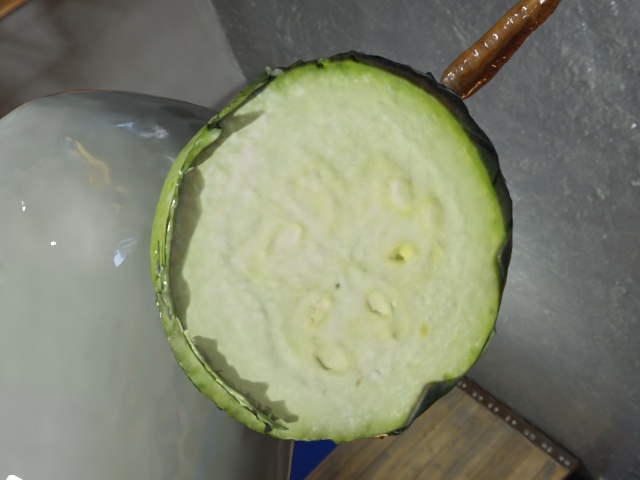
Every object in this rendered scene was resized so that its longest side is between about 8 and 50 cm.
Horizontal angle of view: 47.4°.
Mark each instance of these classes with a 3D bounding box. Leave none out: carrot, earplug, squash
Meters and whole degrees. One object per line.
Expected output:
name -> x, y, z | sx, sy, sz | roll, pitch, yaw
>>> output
carrot -> 0.260, -0.285, 1.016 | 0.059, 0.059, 0.248 | 48, 125, 2
earplug -> -0.159, 0.080, 0.596 | 0.313, 0.393, 0.312 | 9, -175, -1
squash -> -0.004, 0.000, 0.435 | 0.220, 0.220, 0.133 | 56, 159, -24
